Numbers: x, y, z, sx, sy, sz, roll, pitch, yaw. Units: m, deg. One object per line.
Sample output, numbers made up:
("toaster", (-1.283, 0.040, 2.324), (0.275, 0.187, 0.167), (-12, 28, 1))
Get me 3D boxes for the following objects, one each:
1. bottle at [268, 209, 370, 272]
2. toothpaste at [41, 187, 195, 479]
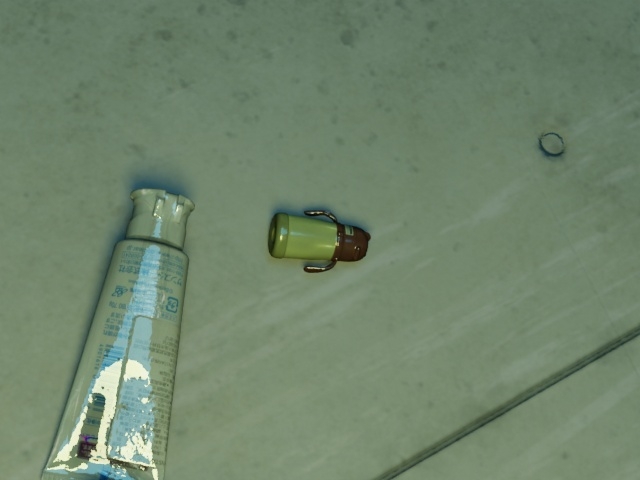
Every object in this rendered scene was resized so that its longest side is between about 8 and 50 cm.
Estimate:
("bottle", (0.000, 0.002, 1.845), (0.101, 0.047, 0.063), (7, 94, -14))
("toothpaste", (-0.180, 0.100, 1.758), (0.114, 0.073, 0.299), (13, 73, -7))
